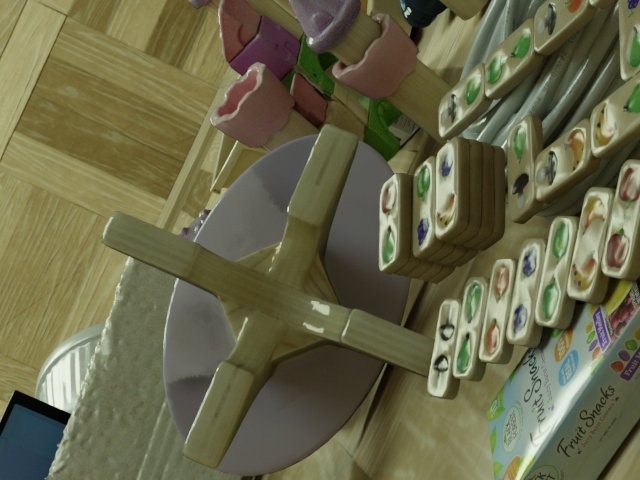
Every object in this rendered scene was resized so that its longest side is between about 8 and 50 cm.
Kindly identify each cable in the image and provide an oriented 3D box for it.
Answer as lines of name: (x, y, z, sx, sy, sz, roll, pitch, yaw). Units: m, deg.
cable: (0.166, -0.138, 1.097, 0.257, 0.089, 0.257, -101, 35, -73)

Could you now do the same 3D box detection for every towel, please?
towel: (-0.132, 0.132, 1.687, 0.049, 0.187, 0.282, 78, -153, -59)

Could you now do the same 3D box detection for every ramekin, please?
ramekin: (-0.196, 0.194, 1.837, 0.207, 0.207, 0.109, -59, 21, 30)

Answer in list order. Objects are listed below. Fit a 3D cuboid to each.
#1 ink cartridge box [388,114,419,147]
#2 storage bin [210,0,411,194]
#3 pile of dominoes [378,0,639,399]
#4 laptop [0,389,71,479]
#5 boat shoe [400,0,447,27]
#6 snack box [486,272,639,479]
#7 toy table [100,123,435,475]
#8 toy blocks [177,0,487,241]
ink cartridge box: (0.072, -0.114, 1.668, 0.083, 0.028, 0.048, -45, 23, 61)
storage bin: (-0.002, -0.192, 1.954, 0.260, 0.123, 0.262, -60, 11, 26)
pile of dominoes: (0.101, -0.038, 0.955, 0.251, 0.040, 0.196, 137, 139, -58)
laptop: (-0.228, 0.306, 1.629, 0.136, 0.234, 0.264, -60, 11, 29)
boat shoe: (0.096, -0.306, 1.786, 0.258, 0.109, 0.089, -77, 12, -55)
snack box: (0.137, 0.068, 0.907, 0.141, 0.037, 0.100, -60, 11, 24)
toy table: (-0.030, 0.041, 1.307, 0.161, 0.252, 0.274, 68, -147, -82)
toy blocks: (-0.045, -0.154, 1.528, 0.309, 0.260, 0.288, -41, 23, 30)
